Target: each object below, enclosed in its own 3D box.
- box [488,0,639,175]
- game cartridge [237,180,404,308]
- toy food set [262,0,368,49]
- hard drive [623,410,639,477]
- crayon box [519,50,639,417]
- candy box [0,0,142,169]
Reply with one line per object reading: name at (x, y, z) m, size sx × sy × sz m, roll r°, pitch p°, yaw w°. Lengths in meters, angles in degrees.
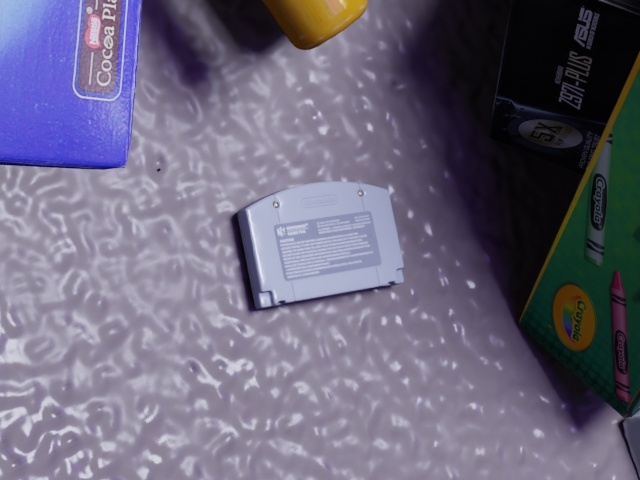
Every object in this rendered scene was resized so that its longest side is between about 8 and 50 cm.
box at (0.159, -0.145, 0.812) m, size 0.078 × 0.147 × 0.180 m, roll 23°, pitch 65°, yaw 12°
game cartridge at (0.000, 0.000, 0.772) m, size 0.083 × 0.017 × 0.056 m, roll -8°, pitch 88°, yaw -33°
toy food set at (0.024, -0.183, 0.765) m, size 0.232 × 0.111 × 0.104 m, roll -41°, pitch 103°, yaw -30°
hard drive at (0.324, 0.137, 0.930) m, size 0.308 × 0.040 × 0.203 m, roll -23°, pitch 93°, yaw -33°
crayon box at (0.207, -0.055, 0.760) m, size 0.081 × 0.278 × 0.165 m, roll 42°, pitch 56°, yaw 20°
candy box at (-0.217, -0.167, 0.543) m, size 0.317 × 0.122 × 0.268 m, roll 3°, pitch 92°, yaw -40°
